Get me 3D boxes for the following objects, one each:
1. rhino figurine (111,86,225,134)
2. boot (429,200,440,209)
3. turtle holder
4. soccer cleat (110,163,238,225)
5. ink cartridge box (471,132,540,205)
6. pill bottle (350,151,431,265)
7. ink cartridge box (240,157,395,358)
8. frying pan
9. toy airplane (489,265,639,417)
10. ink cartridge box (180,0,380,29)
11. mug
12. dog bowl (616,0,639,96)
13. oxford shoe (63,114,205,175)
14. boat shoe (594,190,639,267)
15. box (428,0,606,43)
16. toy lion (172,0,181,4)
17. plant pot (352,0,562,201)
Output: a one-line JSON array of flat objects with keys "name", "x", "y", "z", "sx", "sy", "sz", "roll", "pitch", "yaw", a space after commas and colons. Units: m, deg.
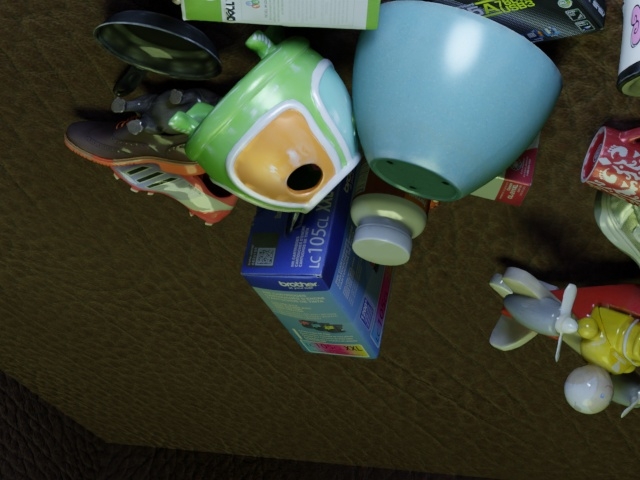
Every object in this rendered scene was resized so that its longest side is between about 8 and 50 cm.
[{"name": "rhino figurine", "x": -0.201, "y": -0.207, "z": 2.174, "sx": 0.243, "sy": 0.073, "sz": 0.106, "roll": -3, "pitch": -177, "yaw": 23}, {"name": "boot", "x": 0.173, "y": -0.064, "z": 2.339, "sx": 0.085, "sy": 0.059, "sz": 0.158, "roll": 3, "pitch": 153, "yaw": 12}, {"name": "turtle holder", "x": -0.063, "y": -0.157, "z": 1.971, "sx": 0.227, "sy": 0.243, "sz": 0.320, "roll": 44, "pitch": 171, "yaw": -4}, {"name": "soccer cleat", "x": -0.261, "y": -0.115, "z": 2.446, "sx": 0.248, "sy": 0.083, "sz": 0.095, "roll": 29, "pitch": 123, "yaw": -21}, {"name": "ink cartridge box", "x": 0.232, "y": -0.139, "z": 2.056, "sx": 0.175, "sy": 0.127, "sz": 0.072, "roll": 13, "pitch": 155, "yaw": 0}, {"name": "pill bottle", "x": 0.115, "y": -0.077, "z": 2.143, "sx": 0.121, "sy": 0.216, "sz": 0.121, "roll": 11, "pitch": 156, "yaw": 5}, {"name": "ink cartridge box", "x": 0.000, "y": 0.000, "z": 2.303, "sx": 0.151, "sy": 0.270, "sz": 0.395, "roll": 1, "pitch": 153, "yaw": 22}, {"name": "frying pan", "x": -0.239, "y": -0.275, "z": 2.102, "sx": 0.197, "sy": 0.053, "sz": 0.326, "roll": 14, "pitch": 167, "yaw": 3}, {"name": "toy airplane", "x": 0.465, "y": 0.177, "z": 2.443, "sx": 0.386, "sy": 0.272, "sz": 0.384, "roll": 15, "pitch": 156, "yaw": -4}, {"name": "ink cartridge box", "x": -0.048, "y": -0.358, "z": 1.719, "sx": 0.255, "sy": 0.097, "sz": 0.189, "roll": 3, "pitch": 155, "yaw": 0}, {"name": "mug", "x": 0.489, "y": -0.117, "z": 2.039, "sx": 0.169, "sy": 0.150, "sz": 0.113, "roll": 19, "pitch": -168, "yaw": -2}, {"name": "dog bowl", "x": 0.507, "y": -0.267, "z": 1.446, "sx": 0.408, "sy": 0.150, "sz": 0.408, "roll": -9, "pitch": 177, "yaw": 0}, {"name": "oxford shoe", "x": -0.308, "y": -0.184, "z": 2.315, "sx": 0.271, "sy": 0.097, "sz": 0.098, "roll": 7, "pitch": 130, "yaw": 13}, {"name": "boat shoe", "x": 0.571, "y": 0.004, "z": 2.213, "sx": 0.320, "sy": 0.118, "sz": 0.103, "roll": 38, "pitch": 148, "yaw": -29}, {"name": "box", "x": 0.243, "y": -0.318, "z": 1.766, "sx": 0.191, "sy": 0.045, "sz": 0.184, "roll": -6, "pitch": 152, "yaw": 37}, {"name": "toy lion", "x": -0.167, "y": -0.360, "z": 1.851, "sx": 0.034, "sy": 0.096, "sz": 0.100, "roll": 31, "pitch": -170, "yaw": -34}, {"name": "plant pot", "x": 0.163, "y": -0.168, "z": 1.879, "sx": 0.290, "sy": 0.195, "sz": 0.290, "roll": 20, "pitch": 166, "yaw": 5}]
